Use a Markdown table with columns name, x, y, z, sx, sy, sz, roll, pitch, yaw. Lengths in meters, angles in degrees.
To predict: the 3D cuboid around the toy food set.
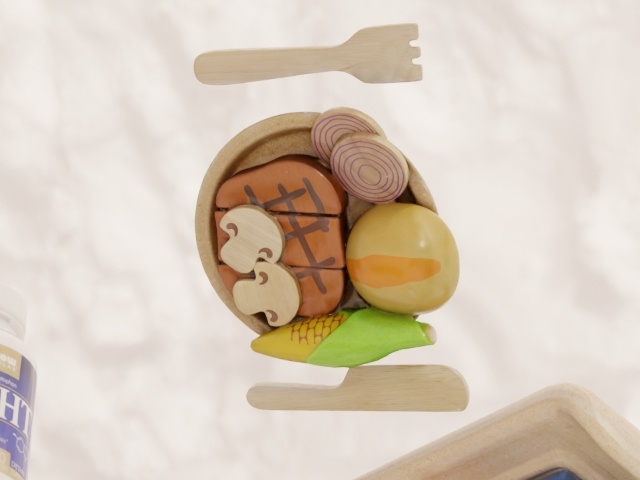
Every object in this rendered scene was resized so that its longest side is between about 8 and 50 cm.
| name | x | y | z | sx | sy | sz | roll | pitch | yaw |
| --- | --- | --- | --- | --- | --- | --- | --- | --- | --- |
| toy food set | 0.000 | 0.000 | 0.862 | 0.132 | 0.038 | 0.192 | -4 | 108 | 19 |

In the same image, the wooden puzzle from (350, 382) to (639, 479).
| name | x | y | z | sx | sy | sz | roll | pitch | yaw |
| --- | --- | --- | --- | --- | --- | --- | --- | --- | --- |
| wooden puzzle | 0.137 | 0.235 | 0.999 | 0.322 | 0.080 | 0.348 | 38 | 142 | -18 |

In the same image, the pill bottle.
| name | x | y | z | sx | sy | sz | roll | pitch | yaw |
| --- | --- | --- | --- | --- | --- | --- | --- | --- | --- |
| pill bottle | -0.277 | 0.127 | 1.418 | 0.112 | 0.112 | 0.187 | 119 | 156 | -50 |
